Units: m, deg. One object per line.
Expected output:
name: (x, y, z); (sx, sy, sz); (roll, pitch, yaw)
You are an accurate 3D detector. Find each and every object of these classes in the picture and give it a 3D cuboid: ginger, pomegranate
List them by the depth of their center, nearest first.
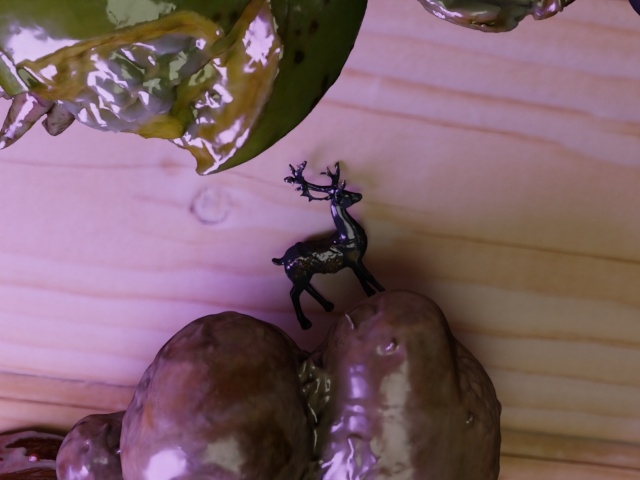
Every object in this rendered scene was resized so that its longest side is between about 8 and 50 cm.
pomegranate: (-0.107, -0.148, 0.967); (0.236, 0.236, 0.302); (39, 149, -23)
ginger: (-0.025, 0.137, 1.163); (0.304, 0.155, 0.244); (6, 136, -5)

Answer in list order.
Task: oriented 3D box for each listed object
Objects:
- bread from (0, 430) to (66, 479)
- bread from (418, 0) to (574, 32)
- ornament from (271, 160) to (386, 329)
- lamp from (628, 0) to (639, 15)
bread: (-0.216, 0.215, 1.270); (0.160, 0.073, 0.160); (0, 127, 0)
bread: (0.095, -0.234, 0.968); (0.128, 0.088, 0.232); (-9, 115, -4)
ornament: (0.000, 0.000, 1.154); (0.073, 0.028, 0.125); (-16, 124, 10)
lamp: (0.252, -0.213, 0.931); (0.198, 0.198, 0.244); (-5, 140, 3)
